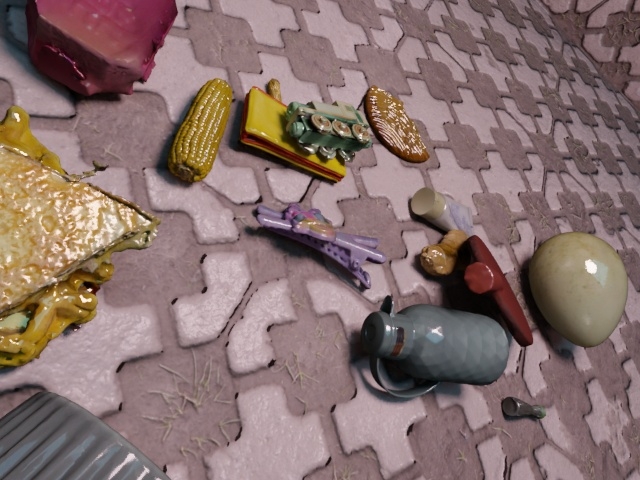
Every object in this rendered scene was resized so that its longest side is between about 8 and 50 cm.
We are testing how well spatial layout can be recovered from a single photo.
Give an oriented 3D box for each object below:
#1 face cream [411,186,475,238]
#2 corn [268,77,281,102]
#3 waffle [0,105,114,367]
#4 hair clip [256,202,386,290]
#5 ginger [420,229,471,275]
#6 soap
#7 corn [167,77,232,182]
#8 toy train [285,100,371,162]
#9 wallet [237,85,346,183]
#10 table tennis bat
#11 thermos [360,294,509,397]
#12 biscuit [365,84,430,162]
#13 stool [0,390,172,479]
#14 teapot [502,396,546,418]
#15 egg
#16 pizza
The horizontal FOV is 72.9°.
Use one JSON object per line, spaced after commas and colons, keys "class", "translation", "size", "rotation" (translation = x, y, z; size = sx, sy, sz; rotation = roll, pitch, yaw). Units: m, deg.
{"class": "face cream", "translation": [0.323, -0.062, 1.087], "size": [0.224, 0.070, 0.114], "rotation": [19, 60, -39]}
{"class": "corn", "translation": [-0.098, -0.319, 0.944], "size": [0.027, 0.028, 0.083], "rotation": [8, 64, -42]}
{"class": "waffle", "translation": [-0.467, 0.006, 0.520], "size": [0.382, 0.095, 0.379], "rotation": [-36, 92, -37]}
{"class": "hair clip", "translation": [0.011, -0.009, 0.835], "size": [0.278, 0.090, 0.137], "rotation": [32, 20, -20]}
{"class": "ginger", "translation": [0.297, 0.031, 1.010], "size": [0.190, 0.069, 0.095], "rotation": [-18, 91, -40]}
{"class": "soap", "translation": [-0.373, -0.394, 0.742], "size": [0.220, 0.127, 0.324], "rotation": [24, 58, -20]}
{"class": "corn", "translation": [-0.214, -0.206, 0.787], "size": [0.080, 0.080, 0.231], "rotation": [22, 56, -23]}
{"class": "toy train", "translation": [0.015, -0.230, 0.877], "size": [0.194, 0.081, 0.125], "rotation": [2, 52, -37]}
{"class": "wallet", "translation": [-0.055, -0.217, 0.908], "size": [0.241, 0.067, 0.141], "rotation": [19, 55, -30]}
{"class": "table tennis bat", "translation": [0.381, 0.100, 0.935], "size": [0.415, 0.051, 0.268], "rotation": [18, 47, -58]}
{"class": "thermos", "translation": [0.208, 0.210, 0.834], "size": [0.287, 0.145, 0.182], "rotation": [13, 91, -25]}
{"class": "biscuit", "translation": [0.204, -0.298, 1.129], "size": [0.229, 0.031, 0.176], "rotation": [34, 56, -15]}
{"class": "stool", "translation": [-0.291, 0.336, 0.360], "size": [0.297, 0.297, 0.330], "rotation": [46, 47, -6]}
{"class": "teapot", "translation": [0.459, 0.380, 0.972], "size": [0.111, 0.043, 0.042], "rotation": [21, 58, -28]}
{"class": "egg", "translation": [0.657, 0.122, 1.108], "size": [0.218, 0.218, 0.295], "rotation": [9, 72, -30]}
{"class": "pizza", "translation": [-0.337, -0.001, 0.507], "size": [0.288, 0.075, 0.279], "rotation": [2, 78, -33]}
